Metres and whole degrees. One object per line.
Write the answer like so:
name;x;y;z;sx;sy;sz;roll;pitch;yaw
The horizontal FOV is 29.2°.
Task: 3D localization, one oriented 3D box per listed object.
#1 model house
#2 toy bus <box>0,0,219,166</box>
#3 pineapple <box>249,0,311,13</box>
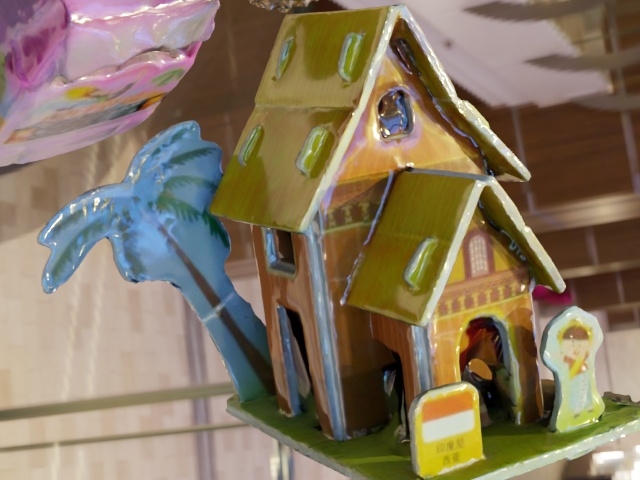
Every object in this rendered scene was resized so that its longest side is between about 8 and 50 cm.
model house;0.000;0.000;0.870;0.340;0.300;0.323;-12;100;-27
toy bus;-0.137;-0.171;0.466;0.090;0.112;0.274;-22;83;-37
pineapple;-0.002;-0.166;0.586;0.074;0.159;0.074;5;76;-21
